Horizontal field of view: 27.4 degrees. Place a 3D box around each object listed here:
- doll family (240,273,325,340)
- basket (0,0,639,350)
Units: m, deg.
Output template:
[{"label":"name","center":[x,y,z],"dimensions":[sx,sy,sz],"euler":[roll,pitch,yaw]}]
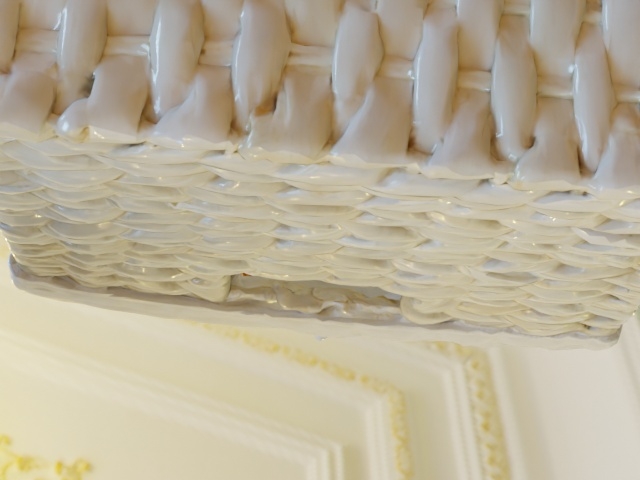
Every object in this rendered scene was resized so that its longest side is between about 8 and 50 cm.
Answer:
[{"label":"doll family","center":[0.000,0.000,1.053],"dimensions":[0.163,0.263,0.118],"euler":[38,-142,-36]},{"label":"basket","center":[0.019,-0.140,0.619],"dimensions":[0.329,0.266,0.331],"euler":[6,-106,-2]}]
